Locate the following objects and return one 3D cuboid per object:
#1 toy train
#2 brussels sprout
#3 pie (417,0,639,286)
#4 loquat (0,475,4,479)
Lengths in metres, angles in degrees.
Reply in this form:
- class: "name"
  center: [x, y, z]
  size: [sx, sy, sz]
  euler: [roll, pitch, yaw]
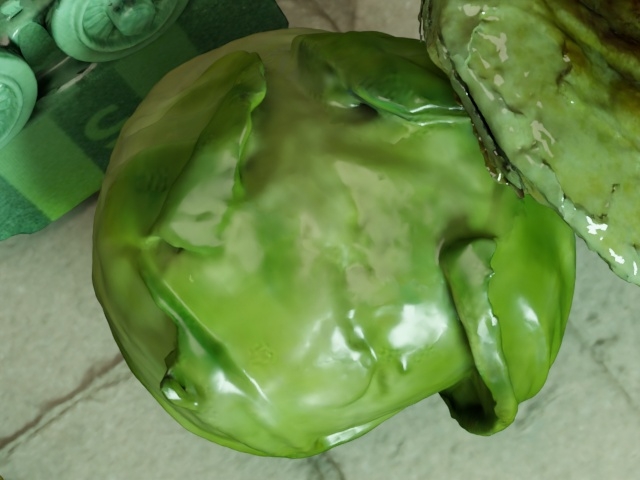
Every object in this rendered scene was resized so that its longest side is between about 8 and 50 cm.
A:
- class: "toy train"
  center: [-0.171, -0.129, 1.221]
  size: [0.299, 0.238, 0.167]
  euler: [-35, 63, 3]
- class: "brussels sprout"
  center: [0.002, 0.000, 1.123]
  size: [0.259, 0.227, 0.294]
  euler: [-24, 54, -10]
- class: "pie"
  center: [0.173, -0.089, 1.089]
  size: [0.071, 0.306, 0.306]
  euler: [-41, 55, 36]
- class: "loquat"
  center: [-0.289, 0.193, 1.098]
  size: [0.276, 0.276, 0.284]
  euler: [-40, 72, -2]
